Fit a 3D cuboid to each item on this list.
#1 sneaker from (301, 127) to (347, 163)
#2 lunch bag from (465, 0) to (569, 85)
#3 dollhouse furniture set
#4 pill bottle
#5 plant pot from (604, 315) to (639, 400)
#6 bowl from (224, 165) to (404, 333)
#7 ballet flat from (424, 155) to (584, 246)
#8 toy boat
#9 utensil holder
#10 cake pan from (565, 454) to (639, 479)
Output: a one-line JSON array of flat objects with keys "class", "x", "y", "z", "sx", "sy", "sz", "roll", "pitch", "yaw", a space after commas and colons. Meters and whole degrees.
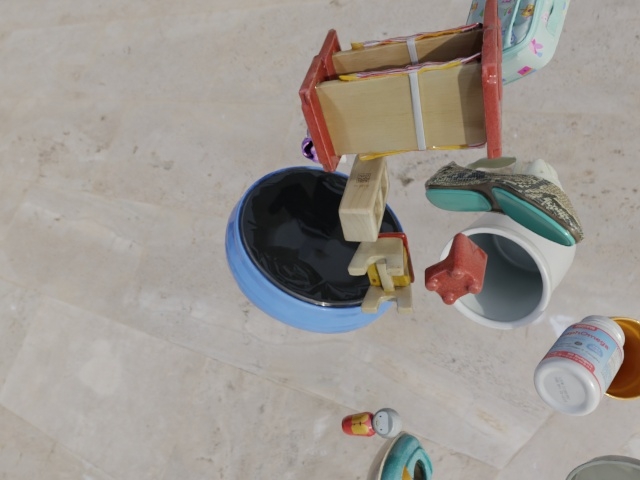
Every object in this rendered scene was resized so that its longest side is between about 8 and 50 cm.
[{"class": "sneaker", "x": -0.010, "y": -0.275, "z": 1.446, "sx": 0.105, "sy": 0.095, "sz": 0.236, "roll": -18, "pitch": 31, "yaw": -9}, {"class": "lunch bag", "x": 0.414, "y": -0.475, "z": 1.094, "sx": 0.224, "sy": 0.108, "sz": 0.279, "roll": -8, "pitch": 61, "yaw": 62}, {"class": "dollhouse furniture set", "x": 0.127, "y": -0.077, "z": 0.654, "sx": 0.201, "sy": 0.374, "sz": 0.152, "roll": -1, "pitch": 44, "yaw": 20}, {"class": "pill bottle", "x": 0.378, "y": 0.172, "z": 0.740, "sx": 0.087, "sy": 0.160, "sz": 0.087, "roll": 23, "pitch": 126, "yaw": 36}, {"class": "plant pot", "x": 0.747, "y": 0.301, "z": 1.363, "sx": 0.205, "sy": 0.188, "sz": 0.205, "roll": 0, "pitch": 84, "yaw": -1}, {"class": "bowl", "x": 0.000, "y": 0.000, "z": 1.070, "sx": 0.391, "sy": 0.077, "sz": 0.391, "roll": 10, "pitch": 52, "yaw": -12}, {"class": "ballet flat", "x": 0.464, "y": -0.133, "z": 1.286, "sx": 0.182, "sy": 0.164, "sz": 0.483, "roll": -52, "pitch": 33, "yaw": -8}, {"class": "toy boat", "x": 0.175, "y": 0.534, "z": 1.222, "sx": 0.148, "sy": 0.267, "sz": 0.318, "roll": -18, "pitch": 107, "yaw": 34}, {"class": "utensil holder", "x": 0.605, "y": 0.046, "z": 1.612, "sx": 0.328, "sy": 0.385, "sz": 0.327, "roll": 20, "pitch": 123, "yaw": 34}, {"class": "cake pan", "x": 0.749, "y": 0.644, "z": 1.245, "sx": 0.293, "sy": 0.054, "sz": 0.293, "roll": 15, "pitch": 118, "yaw": 31}]
